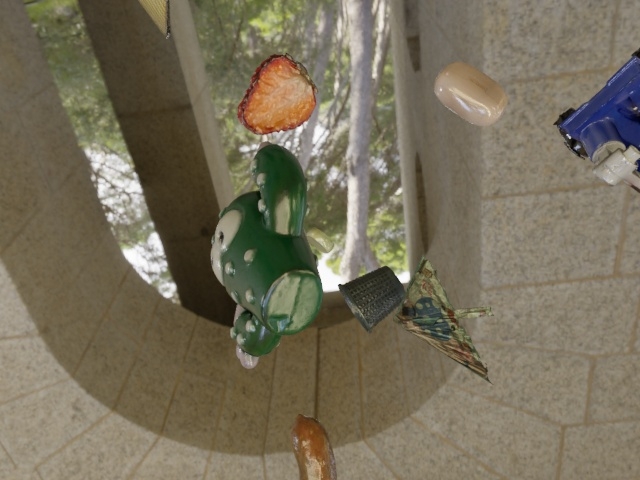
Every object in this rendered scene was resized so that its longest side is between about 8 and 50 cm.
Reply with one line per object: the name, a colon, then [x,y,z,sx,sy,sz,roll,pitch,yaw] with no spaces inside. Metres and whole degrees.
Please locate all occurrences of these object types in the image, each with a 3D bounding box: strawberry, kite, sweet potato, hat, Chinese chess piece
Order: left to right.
hat: [-0.232,-0.362,0.740,0.082,0.193,0.193,1,-151,-14]
strawberry: [-0.129,-0.357,1.465,0.236,0.190,0.111,-43,-150,-24]
sweet potato: [-0.009,0.520,1.242,0.097,0.097,0.291,-8,-112,3]
Chinese chess piece: [0.000,0.000,1.593,0.034,0.084,0.084,-50,-136,-12]
kite: [0.332,0.203,1.533,0.369,0.014,0.406,0,-128,-33]

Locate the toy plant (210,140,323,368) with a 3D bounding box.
toy plant: [-0.069,0.016,0.687,0.113,0.232,0.243,6,-131,-25]

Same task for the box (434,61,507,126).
box: [0.399,-0.389,1.537,0.200,0.088,0.146,35,-122,6]

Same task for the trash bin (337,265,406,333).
trash bin: [0.163,0.164,1.715,0.161,0.175,0.175,-31,-145,-6]

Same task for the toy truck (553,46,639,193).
toy truck: [0.395,-0.113,0.666,0.213,0.161,0.177,20,-135,-21]
